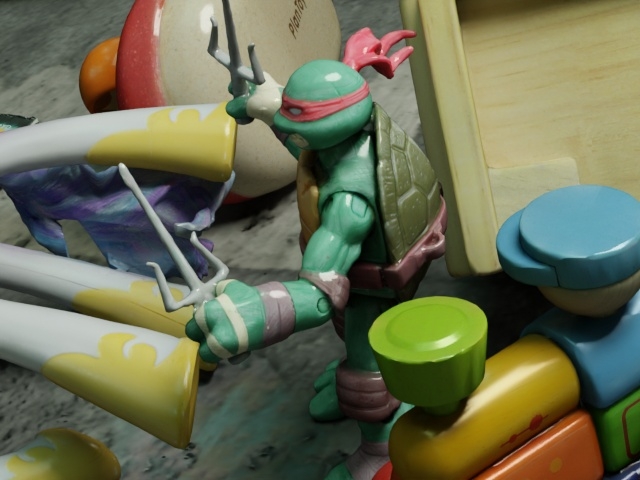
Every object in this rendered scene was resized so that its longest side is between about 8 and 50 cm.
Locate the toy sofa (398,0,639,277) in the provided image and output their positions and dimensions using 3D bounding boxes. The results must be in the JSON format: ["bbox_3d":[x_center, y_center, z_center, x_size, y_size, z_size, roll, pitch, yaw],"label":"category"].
[{"bbox_3d":[0.226,-0.086,0.832,0.362,0.150,0.177,-11,0,5],"label":"toy sofa"}]

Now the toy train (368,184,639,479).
[{"bbox_3d":[0.048,0.088,0.700,0.248,0.143,0.105,-29,35,-23],"label":"toy train"}]

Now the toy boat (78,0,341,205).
[{"bbox_3d":[-0.082,-0.112,1.074,0.151,0.151,0.231,-20,29,20],"label":"toy boat"}]

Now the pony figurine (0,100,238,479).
[{"bbox_3d":[-0.229,-0.010,0.886,0.363,0.303,0.351,5,43,1],"label":"pony figurine"}]

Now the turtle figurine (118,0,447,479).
[{"bbox_3d":[0.000,0.000,0.769,0.118,0.234,0.175,-5,33,18],"label":"turtle figurine"}]

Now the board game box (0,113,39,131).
[{"bbox_3d":[-0.291,-0.049,1.154,0.186,0.026,0.126,9,39,32],"label":"board game box"}]
